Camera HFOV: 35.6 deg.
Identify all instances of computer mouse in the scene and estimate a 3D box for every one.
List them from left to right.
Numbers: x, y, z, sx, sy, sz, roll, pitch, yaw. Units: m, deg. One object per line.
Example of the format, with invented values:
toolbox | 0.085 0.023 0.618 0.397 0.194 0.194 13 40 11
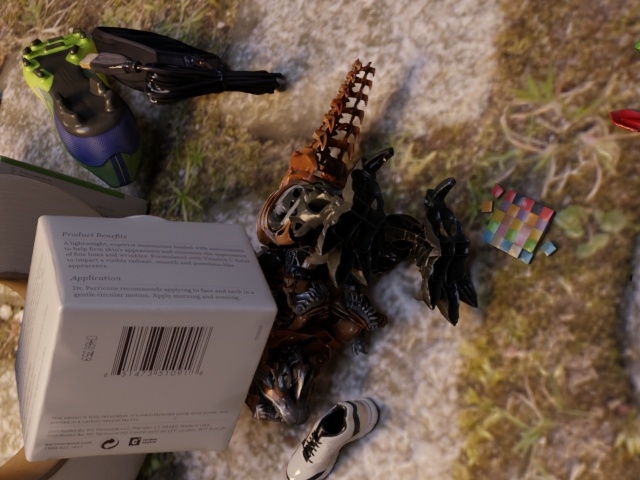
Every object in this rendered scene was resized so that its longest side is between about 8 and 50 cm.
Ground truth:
computer mouse | -0.186 -0.177 1.055 0.262 0.184 0.060 24 112 38

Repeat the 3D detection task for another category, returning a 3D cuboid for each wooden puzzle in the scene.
wooden puzzle | 0.165 -0.013 0.837 0.083 0.006 0.049 31 97 39

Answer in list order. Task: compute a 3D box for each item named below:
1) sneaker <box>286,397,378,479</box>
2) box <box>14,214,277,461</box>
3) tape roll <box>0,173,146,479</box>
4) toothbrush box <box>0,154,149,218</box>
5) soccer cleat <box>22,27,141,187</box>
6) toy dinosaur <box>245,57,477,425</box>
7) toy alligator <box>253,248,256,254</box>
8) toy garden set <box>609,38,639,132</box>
sneaker | 0.001 0.178 0.890 0.109 0.044 0.040 -50 55 18
box | -0.156 0.084 0.855 0.119 0.181 0.182 -116 37 -46
tape roll | -0.310 0.133 0.923 0.072 0.392 0.392 -1 77 38
toothbrush box | -0.371 -0.027 1.132 0.283 0.206 0.122 8 83 40
soccer cleat | -0.281 -0.158 1.173 0.093 0.121 0.289 -24 39 -11
toy dinosaur | 0.000 0.000 0.881 0.218 0.164 0.322 -1 95 53
toy alligator | -0.134 0.029 1.035 0.190 0.056 0.051 -1 118 38
toy garden set | 0.317 -0.095 0.712 0.244 0.049 0.204 43 105 37
